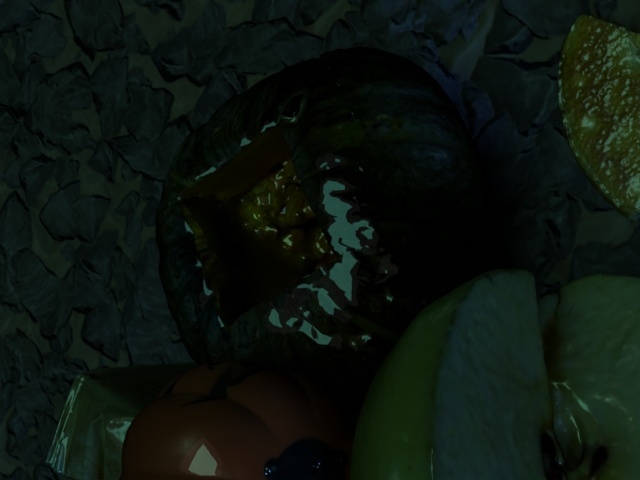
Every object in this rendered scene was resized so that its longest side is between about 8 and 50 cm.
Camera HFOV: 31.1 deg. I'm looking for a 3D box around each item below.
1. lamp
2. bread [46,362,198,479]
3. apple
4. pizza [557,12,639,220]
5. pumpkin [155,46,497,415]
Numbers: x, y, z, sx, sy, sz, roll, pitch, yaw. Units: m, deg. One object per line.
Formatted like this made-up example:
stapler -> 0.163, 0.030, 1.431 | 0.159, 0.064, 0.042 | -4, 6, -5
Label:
lamp -> -0.063, 0.181, 0.849 | 0.164, 0.188, 0.187 | -11, 79, 43
bread -> -0.113, 0.188, 1.039 | 0.192, 0.210, 0.109 | 16, 100, 37
apple -> 0.161, 0.167, 0.805 | 0.233, 0.295, 0.257 | 113, 149, -59
pizza -> 0.252, -0.102, 0.892 | 0.134, 0.046, 0.175 | -11, 78, 37
pumpkin -> 0.000, 0.000, 0.981 | 0.320, 0.192, 0.320 | -5, 82, 37
